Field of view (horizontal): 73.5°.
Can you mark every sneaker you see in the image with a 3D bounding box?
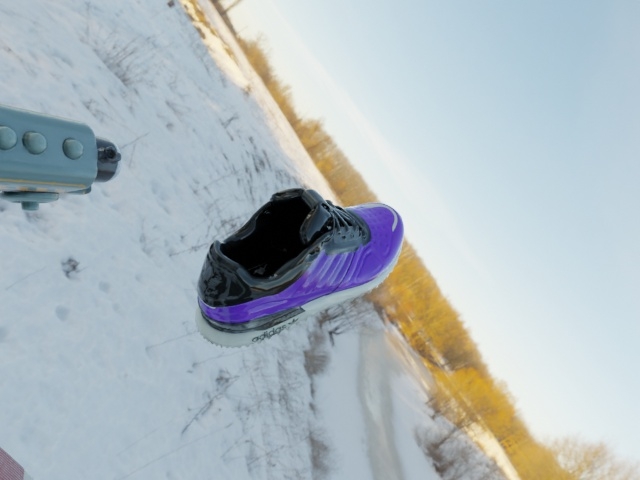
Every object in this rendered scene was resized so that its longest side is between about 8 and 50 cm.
[{"bbox_3d":[0.000,0.001,0.473,0.102,0.293,0.146,41,-39,30],"label":"sneaker"}]

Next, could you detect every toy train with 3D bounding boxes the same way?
[{"bbox_3d":[-0.427,-0.113,0.547,0.334,0.190,0.142,-4,92,-67],"label":"toy train"}]

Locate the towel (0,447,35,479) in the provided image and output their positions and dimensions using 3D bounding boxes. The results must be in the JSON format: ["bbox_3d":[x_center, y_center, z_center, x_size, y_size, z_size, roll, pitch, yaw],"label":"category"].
[{"bbox_3d":[-0.412,0.426,0.617,0.237,0.037,0.329,2,-54,55],"label":"towel"}]
